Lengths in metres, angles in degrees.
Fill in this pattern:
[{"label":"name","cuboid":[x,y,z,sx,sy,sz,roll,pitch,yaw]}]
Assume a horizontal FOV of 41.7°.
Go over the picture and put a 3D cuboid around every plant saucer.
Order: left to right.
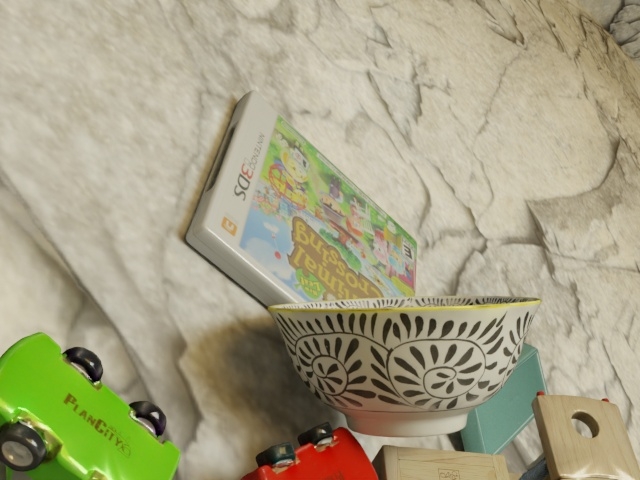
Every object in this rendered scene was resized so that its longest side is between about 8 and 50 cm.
[{"label":"plant saucer","cuboid":[0.168,0.144,0.752,0.192,0.018,0.067,-13,91,-59]}]

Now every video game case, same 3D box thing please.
[{"label":"video game case","cuboid":[0.000,0.000,0.669,0.212,0.023,0.193,41,33,-23]}]

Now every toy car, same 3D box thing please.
[{"label":"toy car","cuboid":[-0.073,0.135,0.401,0.225,0.053,0.239,46,30,-15]}]

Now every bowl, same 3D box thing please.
[{"label":"bowl","cuboid":[0.053,0.077,0.527,0.170,0.170,0.080,0,86,-55]}]

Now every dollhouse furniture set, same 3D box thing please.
[{"label":"dollhouse furniture set","cuboid":[0.110,0.187,0.578,0.184,0.129,0.129,8,46,-14]}]
